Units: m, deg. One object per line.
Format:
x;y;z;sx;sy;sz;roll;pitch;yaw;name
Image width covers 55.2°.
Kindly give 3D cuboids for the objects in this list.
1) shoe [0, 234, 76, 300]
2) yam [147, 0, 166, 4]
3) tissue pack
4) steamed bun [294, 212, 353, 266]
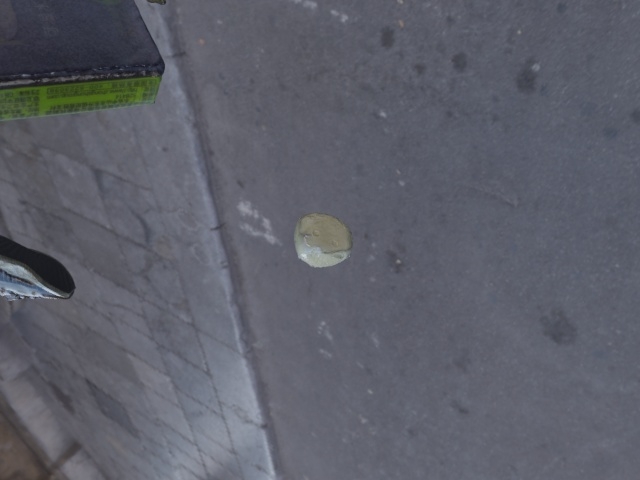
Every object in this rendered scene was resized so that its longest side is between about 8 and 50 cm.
-0.651;0.077;1.322;0.227;0.099;0.112;34;111;-24;shoe
-0.338;-0.494;1.260;0.107;0.014;0.014;34;147;50;yam
-0.483;-0.324;0.959;0.288;0.394;0.124;62;145;20;tissue pack
0.000;0.000;1.293;0.091;0.129;0.113;-48;47;51;steamed bun
